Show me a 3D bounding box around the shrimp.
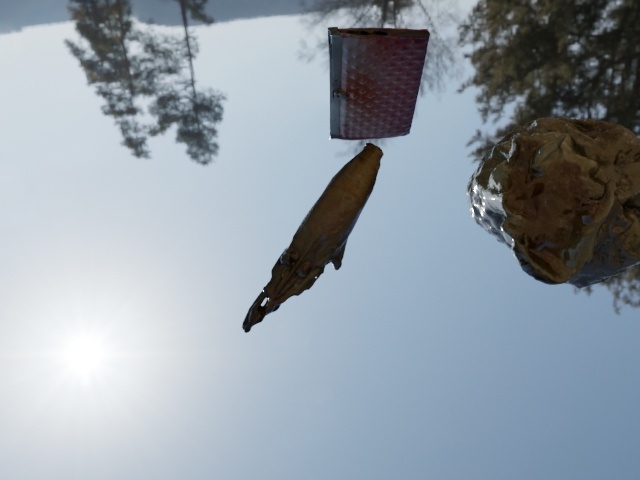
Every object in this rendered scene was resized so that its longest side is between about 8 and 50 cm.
[{"bbox_3d":[0.003,0.005,0.773,0.066,0.262,0.117,35,-179,9],"label":"shrimp"}]

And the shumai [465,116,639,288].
[{"bbox_3d":[0.312,-0.037,0.959,0.314,0.267,0.262,12,-156,43],"label":"shumai"}]

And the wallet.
[{"bbox_3d":[0.060,-0.170,0.743,0.103,0.196,0.020,-2,-113,0],"label":"wallet"}]
